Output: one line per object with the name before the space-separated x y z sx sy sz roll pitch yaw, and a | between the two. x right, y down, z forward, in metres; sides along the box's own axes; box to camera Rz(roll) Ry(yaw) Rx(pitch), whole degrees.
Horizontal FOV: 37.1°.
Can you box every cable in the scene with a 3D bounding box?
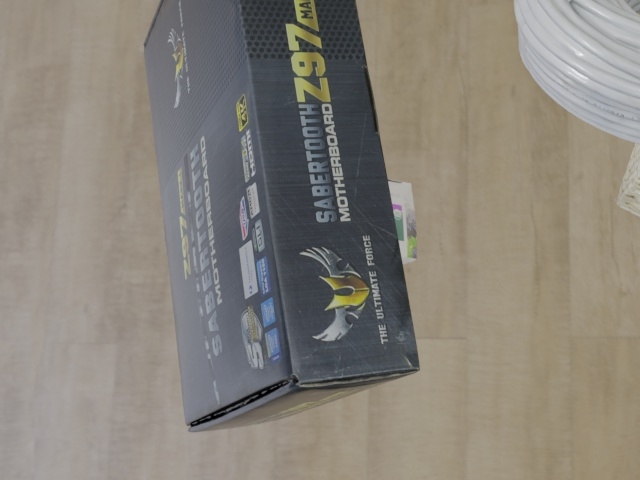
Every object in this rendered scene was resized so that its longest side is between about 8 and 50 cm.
cable | 0.275 -0.169 0.714 0.257 0.089 0.257 0 51 4

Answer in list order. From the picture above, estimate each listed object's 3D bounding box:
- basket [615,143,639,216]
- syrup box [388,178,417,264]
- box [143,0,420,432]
basket | 0.426 -0.100 1.099 0.113 0.103 0.167 26 64 4
syrup box | 0.000 0.000 1.121 0.237 0.093 0.096 -20 68 51
box | -0.033 -0.032 0.464 0.059 0.183 0.232 -3 76 -21
